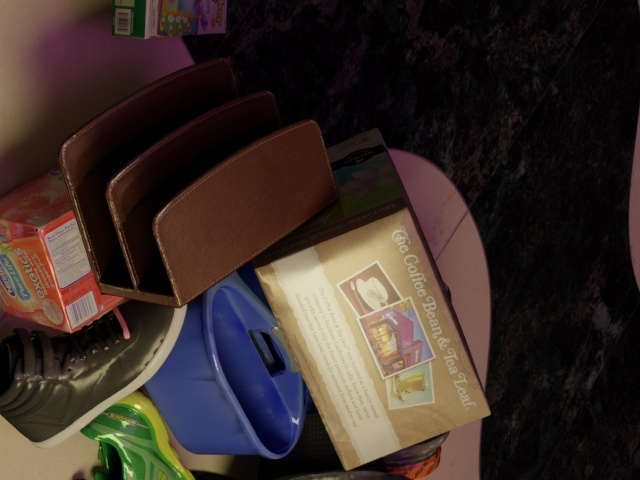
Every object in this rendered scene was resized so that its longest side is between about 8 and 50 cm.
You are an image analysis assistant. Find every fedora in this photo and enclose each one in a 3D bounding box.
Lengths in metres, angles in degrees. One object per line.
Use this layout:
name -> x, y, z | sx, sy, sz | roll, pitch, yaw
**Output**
fedora -> 0.002, 0.340, 2.221 | 0.334, 0.334, 0.153 | 19, 60, -50

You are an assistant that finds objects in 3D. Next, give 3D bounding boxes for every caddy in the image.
caddy -> -0.117, 0.155, 2.025 | 0.241, 0.179, 0.341 | -74, 148, -45

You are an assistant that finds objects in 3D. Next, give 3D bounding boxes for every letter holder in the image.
letter holder -> -0.147, -0.087, 1.782 | 0.302, 0.152, 0.214 | -35, 121, -40

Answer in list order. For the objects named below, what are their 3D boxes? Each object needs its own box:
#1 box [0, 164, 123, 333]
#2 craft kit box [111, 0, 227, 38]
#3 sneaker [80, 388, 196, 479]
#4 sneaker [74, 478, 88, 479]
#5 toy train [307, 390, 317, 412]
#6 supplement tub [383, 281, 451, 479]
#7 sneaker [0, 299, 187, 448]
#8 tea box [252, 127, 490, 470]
box -> -0.277, -0.027, 1.868 | 0.300, 0.142, 0.154 | -36, 126, -39
craft kit box -> -0.189, -0.391, 1.884 | 0.246, 0.060, 0.250 | -30, 125, -69
sneaker -> -0.256, 0.333, 2.038 | 0.123, 0.109, 0.296 | -39, 122, -25
sneaker -> -0.353, 0.423, 1.962 | 0.191, 0.071, 0.083 | -52, 140, -27
toy train -> -0.019, 0.194, 2.289 | 0.105, 0.080, 0.184 | -31, 122, -48
supplement tub -> 0.120, 0.221, 2.365 | 0.193, 0.193, 0.316 | -22, 118, -45
sneaker -> -0.307, 0.140, 1.834 | 0.295, 0.105, 0.147 | -41, 136, 11
tea box -> 0.058, 0.073, 1.990 | 0.220, 0.323, 0.329 | -22, 112, 3
